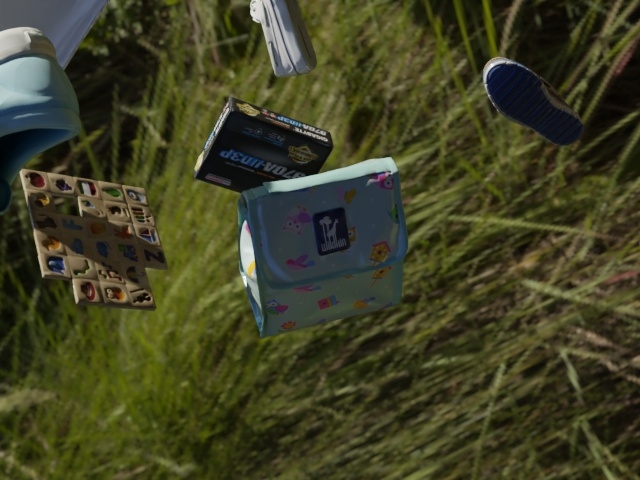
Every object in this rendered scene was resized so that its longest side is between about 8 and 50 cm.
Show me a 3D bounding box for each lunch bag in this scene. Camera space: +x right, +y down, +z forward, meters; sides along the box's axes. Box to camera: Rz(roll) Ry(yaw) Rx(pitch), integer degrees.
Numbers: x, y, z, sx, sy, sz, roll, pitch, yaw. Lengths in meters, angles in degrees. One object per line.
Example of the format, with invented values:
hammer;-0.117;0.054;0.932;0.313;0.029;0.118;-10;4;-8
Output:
lunch bag;0.000;0.000;1.530;0.262;0.223;0.160;93;161;-54

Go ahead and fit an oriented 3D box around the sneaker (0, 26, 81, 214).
sneaker;-0.415;-0.069;1.173;0.150;0.366;0.135;57;-170;18

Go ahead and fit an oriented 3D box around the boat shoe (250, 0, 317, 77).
boat shoe;-0.077;-0.368;1.756;0.076;0.083;0.226;-14;96;23

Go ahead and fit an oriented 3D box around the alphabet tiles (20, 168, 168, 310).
alphabet tiles;-0.310;0.000;1.552;0.009;0.198;0.237;-51;46;35

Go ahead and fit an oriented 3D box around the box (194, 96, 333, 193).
box;-0.111;-0.165;2.127;0.175;0.220;0.051;-57;27;33

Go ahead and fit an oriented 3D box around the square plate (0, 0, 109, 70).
square plate;-0.488;-0.335;1.489;0.344;0.347;0.049;32;179;-19

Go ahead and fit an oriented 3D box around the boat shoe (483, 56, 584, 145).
boat shoe;0.268;-0.188;1.436;0.066;0.183;0.066;-41;39;20
